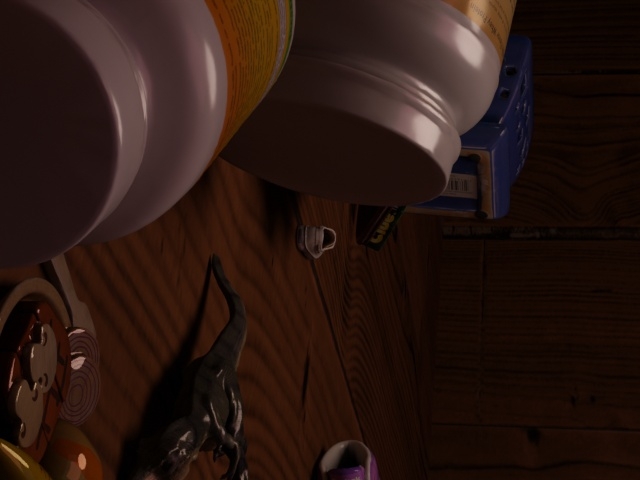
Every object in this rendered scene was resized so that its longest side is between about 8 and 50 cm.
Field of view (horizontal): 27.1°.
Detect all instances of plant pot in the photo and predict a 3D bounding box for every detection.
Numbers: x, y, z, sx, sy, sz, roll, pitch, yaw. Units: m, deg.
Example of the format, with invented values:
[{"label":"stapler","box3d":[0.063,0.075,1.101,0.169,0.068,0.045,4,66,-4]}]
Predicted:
[{"label":"plant pot","box3d":[0.195,-0.165,2.010,0.236,0.236,0.212,79,20,-52]}]

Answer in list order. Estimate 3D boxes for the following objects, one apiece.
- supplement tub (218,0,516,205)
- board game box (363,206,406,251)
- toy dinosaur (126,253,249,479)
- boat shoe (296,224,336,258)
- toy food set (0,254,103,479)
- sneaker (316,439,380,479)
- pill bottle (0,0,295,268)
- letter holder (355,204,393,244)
[{"label":"supplement tub","box3d":[0.036,-0.205,0.985,0.228,0.228,0.316,64,39,-69]},{"label":"board game box","box3d":[0.085,-0.113,1.373,0.136,0.030,0.260,-58,-167,31]},{"label":"toy dinosaur","box3d":[-0.075,0.122,0.945,0.268,0.064,0.118,-78,159,-62]},{"label":"boat shoe","box3d":[0.000,0.000,1.432,0.100,0.035,0.035,41,51,-77]},{"label":"toy food set","box3d":[-0.133,0.082,0.651,0.132,0.038,0.192,81,14,-45]},{"label":"sneaker","box3d":[0.029,0.343,1.484,0.282,0.102,0.161,-94,175,-55]},{"label":"pill bottle","box3d":[-0.097,-0.079,0.563,0.246,0.136,0.136,-66,154,-68]},{"label":"letter holder","box3d":[0.032,-0.173,1.277,0.302,0.152,0.214,-78,-166,-48]}]
